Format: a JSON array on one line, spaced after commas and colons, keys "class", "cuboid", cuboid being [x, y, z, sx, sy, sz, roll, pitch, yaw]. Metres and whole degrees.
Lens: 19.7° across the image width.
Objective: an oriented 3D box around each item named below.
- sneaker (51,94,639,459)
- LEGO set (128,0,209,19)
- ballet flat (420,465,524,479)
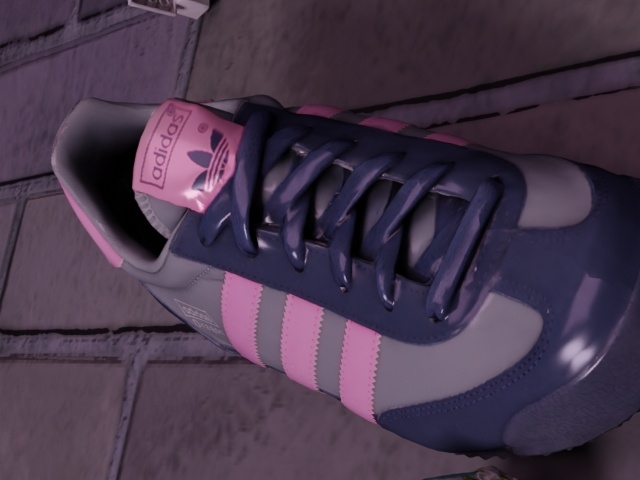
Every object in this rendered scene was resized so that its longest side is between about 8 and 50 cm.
[{"class": "sneaker", "cuboid": [0.000, 0.000, 0.678, 0.319, 0.131, 0.112, 4, 65, 58]}, {"class": "LEGO set", "cuboid": [-0.079, -0.225, 1.013, 0.244, 0.060, 0.182, 37, 110, 58]}, {"class": "ballet flat", "cuboid": [0.034, 0.187, 0.589, 0.091, 0.077, 0.241, -26, 53, 49]}]
